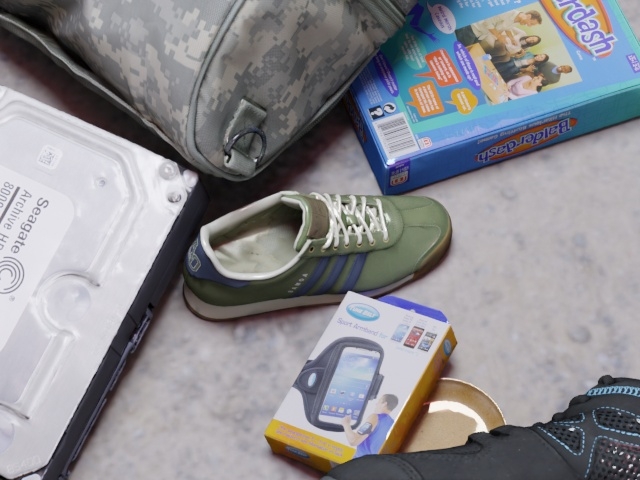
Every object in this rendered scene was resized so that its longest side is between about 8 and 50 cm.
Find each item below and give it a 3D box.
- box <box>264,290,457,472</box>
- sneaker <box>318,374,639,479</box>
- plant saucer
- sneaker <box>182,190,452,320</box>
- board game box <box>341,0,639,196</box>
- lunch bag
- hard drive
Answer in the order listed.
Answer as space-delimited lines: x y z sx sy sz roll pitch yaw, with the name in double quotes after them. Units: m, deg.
0.031 0.091 1.237 0.081 0.028 0.136 17 64 27 "box"
0.158 0.160 1.180 0.341 0.125 0.139 2 44 -5 "sneaker"
0.082 0.131 1.234 0.083 0.015 0.083 0 62 0 "plant saucer"
0.000 0.000 1.262 0.192 0.086 0.064 -14 64 -8 "sneaker"
0.115 -0.136 1.357 0.210 0.047 0.160 -18 63 -9 "board game box"
-0.094 -0.209 1.282 0.305 0.212 0.256 36 89 31 "lunch bag"
-0.275 -0.003 1.249 0.339 0.064 0.237 25 78 11 "hard drive"
